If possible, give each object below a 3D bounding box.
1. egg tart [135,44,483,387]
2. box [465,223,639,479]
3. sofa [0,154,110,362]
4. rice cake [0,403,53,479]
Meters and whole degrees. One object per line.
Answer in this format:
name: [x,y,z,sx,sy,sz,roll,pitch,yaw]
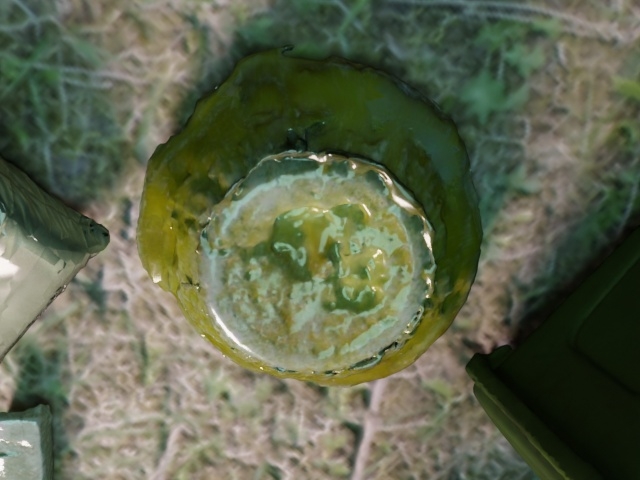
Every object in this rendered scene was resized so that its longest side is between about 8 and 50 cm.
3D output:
egg tart: [0.000,0.000,0.653,0.197,0.078,0.197,-2,112,-4]
box: [0.261,0.133,0.636,0.328,0.253,0.178,40,91,-16]
sofa: [-0.242,0.043,0.580,0.176,0.225,0.210,41,101,-12]
rice cake: [-0.177,0.173,0.735,0.033,0.029,0.171,5,111,0]
